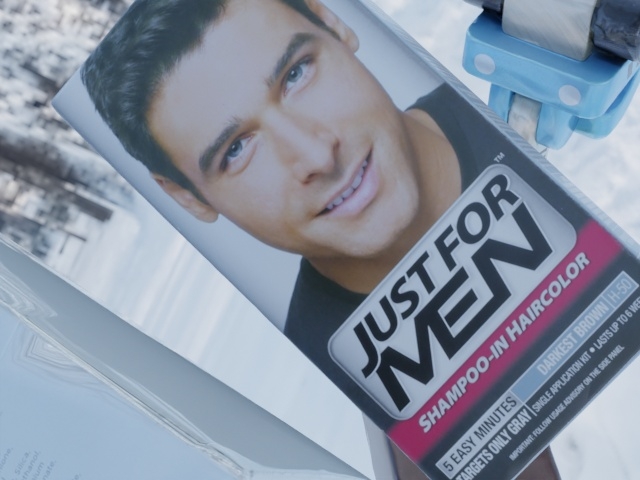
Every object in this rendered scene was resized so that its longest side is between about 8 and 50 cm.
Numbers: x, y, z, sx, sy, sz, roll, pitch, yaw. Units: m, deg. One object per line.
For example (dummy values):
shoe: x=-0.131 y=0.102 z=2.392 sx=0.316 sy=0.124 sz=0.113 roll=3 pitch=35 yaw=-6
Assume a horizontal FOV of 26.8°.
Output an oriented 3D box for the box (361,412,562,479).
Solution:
box: x=0.109 y=0.155 z=1.231 sx=0.381 sy=0.143 sz=0.191 roll=-104 pitch=6 yaw=-51

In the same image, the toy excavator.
toy excavator: x=0.269 y=-0.156 z=1.611 sx=0.433 sy=0.222 sz=0.445 roll=-48 pitch=-29 yaw=-39

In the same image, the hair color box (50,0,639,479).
hair color box: x=0.030 y=-0.028 z=0.858 sx=0.185 sy=0.374 sz=0.113 roll=-48 pitch=-10 yaw=12

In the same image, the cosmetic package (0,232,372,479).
cosmetic package: x=-0.187 y=0.183 z=0.507 sx=0.097 sy=0.284 sz=0.377 roll=21 pitch=-82 yaw=-60
